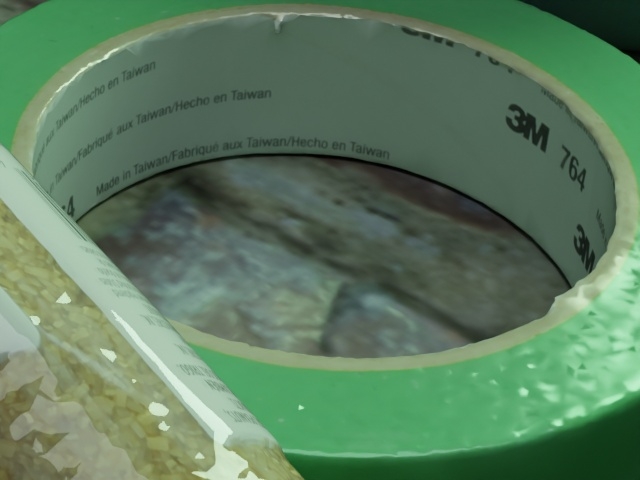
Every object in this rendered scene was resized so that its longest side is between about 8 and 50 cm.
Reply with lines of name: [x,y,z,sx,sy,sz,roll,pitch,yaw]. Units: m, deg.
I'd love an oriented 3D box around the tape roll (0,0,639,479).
tape roll: [0.000,0.000,0.759,0.321,0.077,0.321,3,37,-2]

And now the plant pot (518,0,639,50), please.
plant pot: [0.165,-0.237,0.960,0.293,0.235,0.293,4,37,-3]

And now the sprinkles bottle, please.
sprinkles bottle: [-0.082,0.068,0.556,0.121,0.121,0.355,-27,61,-36]
